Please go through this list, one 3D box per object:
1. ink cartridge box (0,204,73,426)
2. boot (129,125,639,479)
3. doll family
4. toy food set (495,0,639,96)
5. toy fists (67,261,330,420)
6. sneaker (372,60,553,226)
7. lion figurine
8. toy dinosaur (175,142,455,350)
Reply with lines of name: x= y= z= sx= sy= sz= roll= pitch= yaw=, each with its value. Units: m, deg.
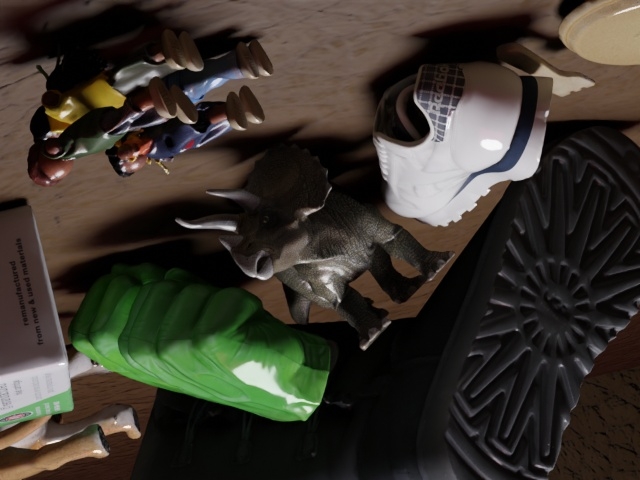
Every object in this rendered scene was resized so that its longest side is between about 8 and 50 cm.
ink cartridge box: x=-0.333 y=0.085 z=1.275 sx=0.289 sy=0.121 sz=0.211 roll=-13 pitch=168 yaw=-9
boot: x=0.051 y=0.088 z=1.525 sx=0.445 sy=0.146 sz=0.367 roll=-18 pitch=-148 yaw=53
doll family: x=-0.102 y=-0.071 z=0.980 sx=0.111 sy=0.076 sz=0.193 roll=-26 pitch=168 yaw=23
toy food set: x=0.213 y=-0.148 z=1.125 sx=0.192 sy=0.038 sz=0.132 roll=-16 pitch=162 yaw=29
toy fists: x=-0.108 y=0.075 z=1.425 sx=0.142 sy=0.096 sz=0.279 roll=20 pitch=174 yaw=-27
sneaker: x=0.075 y=-0.072 z=1.206 sx=0.095 sy=0.090 sz=0.235 roll=10 pitch=163 yaw=-13
lion figurine: x=-0.306 y=0.179 z=1.661 sx=0.240 sy=0.142 sz=0.392 roll=-18 pitch=170 yaw=0
toy dinosaur: x=0.000 y=0.000 z=1.327 sx=0.121 sy=0.160 sz=0.313 roll=-46 pitch=180 yaw=-1
